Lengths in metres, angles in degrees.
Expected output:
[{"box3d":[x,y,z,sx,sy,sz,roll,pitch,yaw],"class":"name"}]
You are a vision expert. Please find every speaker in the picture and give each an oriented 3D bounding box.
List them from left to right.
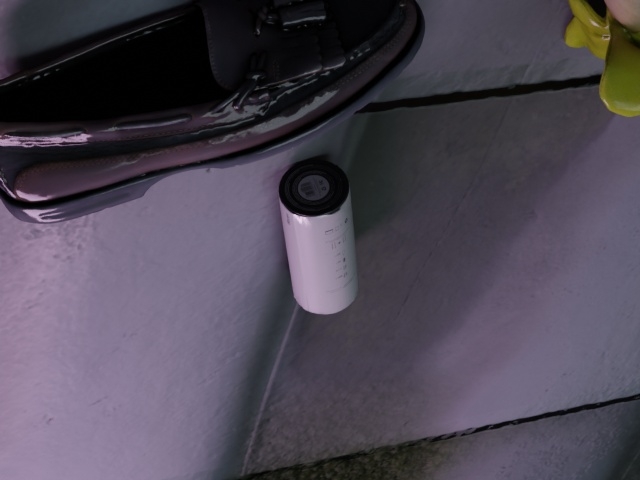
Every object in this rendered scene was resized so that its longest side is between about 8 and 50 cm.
[{"box3d":[0.000,0.000,1.334,0.055,0.055,0.136,-20,146,-8],"class":"speaker"}]

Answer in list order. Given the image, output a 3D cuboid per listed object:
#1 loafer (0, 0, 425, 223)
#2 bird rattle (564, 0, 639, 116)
[{"box3d":[-0.080,-0.104,1.104,0.303,0.109,0.095,-23,142,2],"class":"loafer"},{"box3d":[0.242,-0.210,1.191,0.207,0.143,0.253,-30,134,-14],"class":"bird rattle"}]
